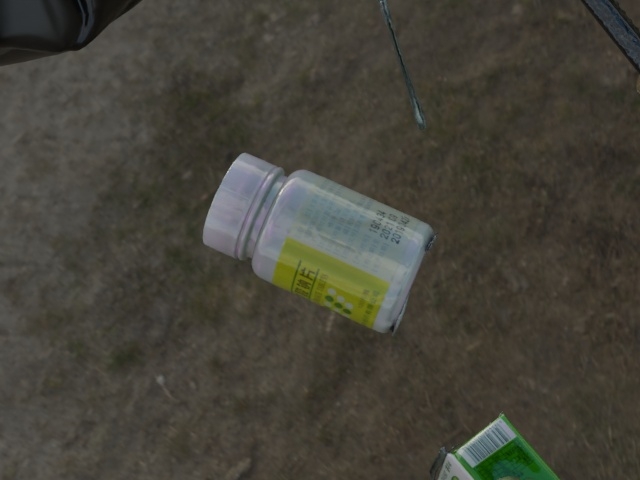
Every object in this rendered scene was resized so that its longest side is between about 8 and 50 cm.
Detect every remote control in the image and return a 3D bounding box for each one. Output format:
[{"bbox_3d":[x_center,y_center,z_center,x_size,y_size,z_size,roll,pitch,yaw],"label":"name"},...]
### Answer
[{"bbox_3d":[0.252,-0.264,1.108,0.025,0.063,0.245,-38,95,26],"label":"remote control"}]

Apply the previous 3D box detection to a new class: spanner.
[{"bbox_3d":[0.129,-0.276,1.764,0.017,0.302,0.071,-18,53,6],"label":"spanner"}]

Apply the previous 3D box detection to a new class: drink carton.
[{"bbox_3d":[0.273,0.385,1.530,0.108,0.161,0.271,-29,62,-22],"label":"drink carton"}]

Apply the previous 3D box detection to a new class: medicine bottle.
[{"bbox_3d":[0.000,0.000,2.007,0.378,0.213,0.214,24,72,6],"label":"medicine bottle"}]

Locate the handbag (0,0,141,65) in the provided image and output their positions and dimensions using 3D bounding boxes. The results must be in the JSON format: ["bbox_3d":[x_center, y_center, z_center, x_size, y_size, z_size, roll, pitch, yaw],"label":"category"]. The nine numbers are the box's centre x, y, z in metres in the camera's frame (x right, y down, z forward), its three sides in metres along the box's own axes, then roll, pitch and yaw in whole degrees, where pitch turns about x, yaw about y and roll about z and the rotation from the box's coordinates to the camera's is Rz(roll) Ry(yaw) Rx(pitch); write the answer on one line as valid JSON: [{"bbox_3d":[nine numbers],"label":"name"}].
[{"bbox_3d":[-0.165,-0.178,0.627,0.257,0.113,0.285,-14,28,32],"label":"handbag"}]

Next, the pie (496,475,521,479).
[{"bbox_3d":[0.116,0.296,0.800,0.090,0.201,0.248,-2,28,12],"label":"pie"}]

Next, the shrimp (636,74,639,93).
[{"bbox_3d":[0.432,-0.221,1.155,0.267,0.145,0.061,-39,96,-11],"label":"shrimp"}]
